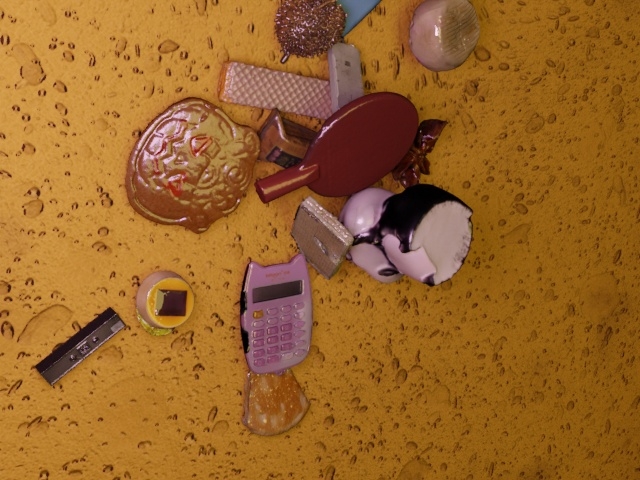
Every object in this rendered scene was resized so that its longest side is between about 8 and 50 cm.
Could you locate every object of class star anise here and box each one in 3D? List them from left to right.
[{"bbox_3d":[0.231,-0.222,1.953,0.196,0.111,0.212,-37,131,-13],"label":"star anise"}]

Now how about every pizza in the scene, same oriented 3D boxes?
[{"bbox_3d":[-0.126,0.376,1.945,0.181,0.034,0.262,-31,120,-24],"label":"pizza"}]

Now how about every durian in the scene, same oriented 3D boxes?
[{"bbox_3d":[-0.028,-0.442,1.682,0.148,0.091,0.188,31,123,-26],"label":"durian"}]

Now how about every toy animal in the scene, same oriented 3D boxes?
[{"bbox_3d":[0.181,-0.018,1.859,0.250,0.309,0.251,-10,105,-41],"label":"toy animal"}]

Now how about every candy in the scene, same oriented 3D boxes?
[{"bbox_3d":[-0.038,-0.199,1.772,0.271,0.101,0.143,16,126,-41],"label":"candy"}]

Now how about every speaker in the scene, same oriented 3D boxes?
[{"bbox_3d":[-0.493,0.217,1.625,0.191,0.046,0.040,-40,125,-18],"label":"speaker"}]

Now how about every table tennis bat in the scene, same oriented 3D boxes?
[{"bbox_3d":[0.046,-0.186,1.739,0.414,0.051,0.268,-27,144,-18],"label":"table tennis bat"}]

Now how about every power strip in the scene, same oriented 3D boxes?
[{"bbox_3d":[0.057,-0.362,1.769,0.079,0.029,0.227,11,63,-31],"label":"power strip"}]

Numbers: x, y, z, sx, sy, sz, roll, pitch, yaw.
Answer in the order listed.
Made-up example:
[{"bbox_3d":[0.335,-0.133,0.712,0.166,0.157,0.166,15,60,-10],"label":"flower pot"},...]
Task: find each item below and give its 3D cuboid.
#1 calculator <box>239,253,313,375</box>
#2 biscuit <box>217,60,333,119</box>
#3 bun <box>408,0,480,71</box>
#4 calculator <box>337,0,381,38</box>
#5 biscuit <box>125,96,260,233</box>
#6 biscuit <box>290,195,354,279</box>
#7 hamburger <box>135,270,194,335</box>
[{"bbox_3d":[-0.106,0.181,1.877,0.194,0.043,0.294,-9,104,-34],"label":"calculator"},{"bbox_3d":[-0.056,-0.324,1.748,0.378,0.054,0.094,4,103,-36],"label":"biscuit"},{"bbox_3d":[0.291,-0.504,1.894,0.193,0.127,0.179,-36,124,-34],"label":"bun"},{"bbox_3d":[0.070,-0.582,1.753,0.293,0.051,0.173,-47,125,-13],"label":"calculator"},{"bbox_3d":[-0.265,-0.149,1.629,0.257,0.049,0.273,27,98,-28],"label":"biscuit"},{"bbox_3d":[0.000,0.000,1.811,0.046,0.147,0.250,-45,170,-22],"label":"biscuit"},{"bbox_3d":[-0.335,0.135,1.689,0.126,0.081,0.141,-15,102,-33],"label":"hamburger"}]
